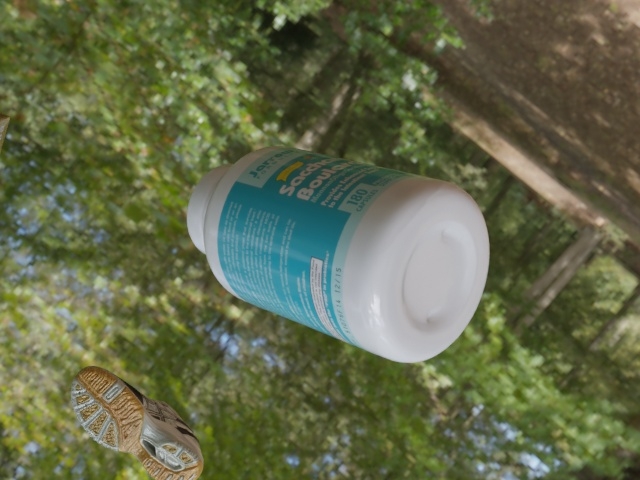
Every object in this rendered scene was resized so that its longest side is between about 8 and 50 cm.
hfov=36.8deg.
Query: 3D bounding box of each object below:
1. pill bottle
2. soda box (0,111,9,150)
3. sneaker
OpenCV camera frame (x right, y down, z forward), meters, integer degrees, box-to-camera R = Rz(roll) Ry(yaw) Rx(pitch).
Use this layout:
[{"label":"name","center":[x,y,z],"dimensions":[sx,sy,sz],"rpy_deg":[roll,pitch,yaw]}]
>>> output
[{"label":"pill bottle","center":[0.000,0.000,0.818],"dimensions":[0.264,0.146,0.146],"rpy_deg":[17,172,43]},{"label":"soda box","center":[-0.163,-0.005,0.258],"dimensions":[0.061,0.058,0.181],"rpy_deg":[26,-157,5]},{"label":"sneaker","center":[-0.095,0.093,0.499],"dimensions":[0.083,0.032,0.037],"rpy_deg":[48,-171,-17]}]
